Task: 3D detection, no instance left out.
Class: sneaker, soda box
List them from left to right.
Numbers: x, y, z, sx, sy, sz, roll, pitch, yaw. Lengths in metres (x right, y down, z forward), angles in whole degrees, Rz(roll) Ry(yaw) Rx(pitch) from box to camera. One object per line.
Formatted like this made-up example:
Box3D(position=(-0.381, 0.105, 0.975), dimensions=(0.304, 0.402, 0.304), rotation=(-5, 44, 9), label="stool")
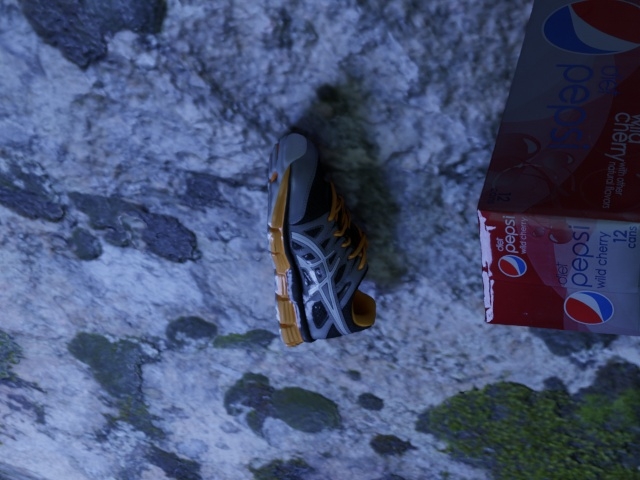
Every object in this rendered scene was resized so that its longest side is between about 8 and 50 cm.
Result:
Box3D(position=(0.000, 0.000, 0.933), dimensions=(0.083, 0.084, 0.215), rotation=(-2, 136, 5), label="sneaker")
Box3D(position=(0.157, -0.066, 0.669), dimensions=(0.092, 0.263, 0.083), rotation=(4, 132, 17), label="soda box")
